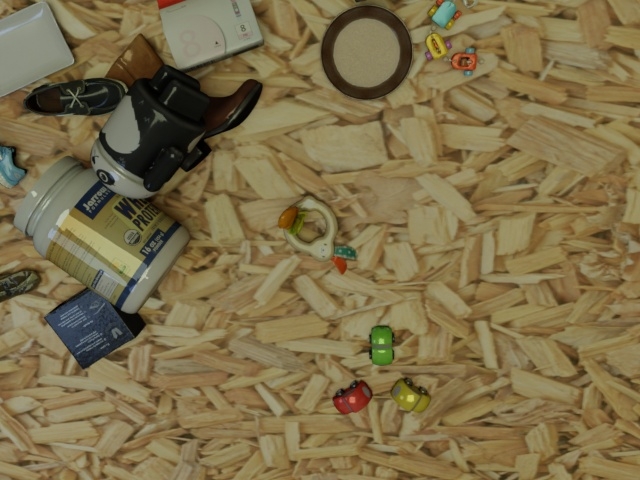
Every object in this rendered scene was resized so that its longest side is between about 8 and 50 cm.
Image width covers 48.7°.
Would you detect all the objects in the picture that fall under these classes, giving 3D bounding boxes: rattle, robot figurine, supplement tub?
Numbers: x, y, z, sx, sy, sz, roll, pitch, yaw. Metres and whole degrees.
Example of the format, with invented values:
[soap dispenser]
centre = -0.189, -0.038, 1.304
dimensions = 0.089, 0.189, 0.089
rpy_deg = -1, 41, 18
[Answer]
[rattle]
centre = 0.000, 0.000, 1.566
dimensions = 0.130, 0.143, 0.200
rpy_deg = -34, 94, -8
[robot figurine]
centre = -0.346, -0.215, 1.433
dimensions = 0.173, 0.209, 0.278
rpy_deg = 38, 109, -11
[supplement tub]
centre = -0.469, -0.014, 1.534
dimensions = 0.316, 0.228, 0.228
rpy_deg = 36, 103, -7

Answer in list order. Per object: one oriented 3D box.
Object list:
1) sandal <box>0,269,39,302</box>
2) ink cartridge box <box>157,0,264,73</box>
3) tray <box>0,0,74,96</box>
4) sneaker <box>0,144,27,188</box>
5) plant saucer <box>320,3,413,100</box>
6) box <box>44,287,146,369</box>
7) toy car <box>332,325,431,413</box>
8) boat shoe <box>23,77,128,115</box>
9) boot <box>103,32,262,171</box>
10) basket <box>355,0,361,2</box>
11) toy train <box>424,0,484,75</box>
[sandal]
centre = -0.755, 0.107, 1.675
dimensions = 0.180, 0.049, 0.072
rpy_deg = -15, 109, -9
[ink cartridge box]
centre = -0.242, -0.485, 1.462
dimensions = 0.189, 0.066, 0.233
rpy_deg = -20, 96, 0
[tray]
centre = -0.680, -0.403, 1.548
dimensions = 0.270, 0.030, 0.145
rpy_deg = -21, 101, 8
[sneaker]
centre = -0.725, -0.199, 1.596
dimensions = 0.073, 0.063, 0.162
rpy_deg = -36, 105, -7
[plant saucer]
centre = 0.098, -0.399, 1.509
dimensions = 0.198, 0.036, 0.199
rpy_deg = 1, 104, 3
[box]
centre = -0.525, 0.189, 1.658
dimensions = 0.156, 0.093, 0.158
rpy_deg = -31, 100, 10
[toy car]
centre = 0.144, 0.315, 1.678
dimensions = 0.238, 0.053, 0.225
rpy_deg = -2, 104, 3
[boat shoe]
centre = -0.523, -0.302, 1.519
dimensions = 0.233, 0.079, 0.084
rpy_deg = 0, 109, 15
[boot]
centre = -0.297, -0.334, 1.536
dimensions = 0.264, 0.096, 0.280
rpy_deg = -41, 92, 19
[basket]
centre = 0.105, -0.602, 1.402
dimensions = 0.204, 0.154, 0.227
rpy_deg = -13, 107, 2
[toy train]
centre = 0.281, -0.431, 1.489
dimensions = 0.125, 0.046, 0.166
rpy_deg = -2, 107, 2
